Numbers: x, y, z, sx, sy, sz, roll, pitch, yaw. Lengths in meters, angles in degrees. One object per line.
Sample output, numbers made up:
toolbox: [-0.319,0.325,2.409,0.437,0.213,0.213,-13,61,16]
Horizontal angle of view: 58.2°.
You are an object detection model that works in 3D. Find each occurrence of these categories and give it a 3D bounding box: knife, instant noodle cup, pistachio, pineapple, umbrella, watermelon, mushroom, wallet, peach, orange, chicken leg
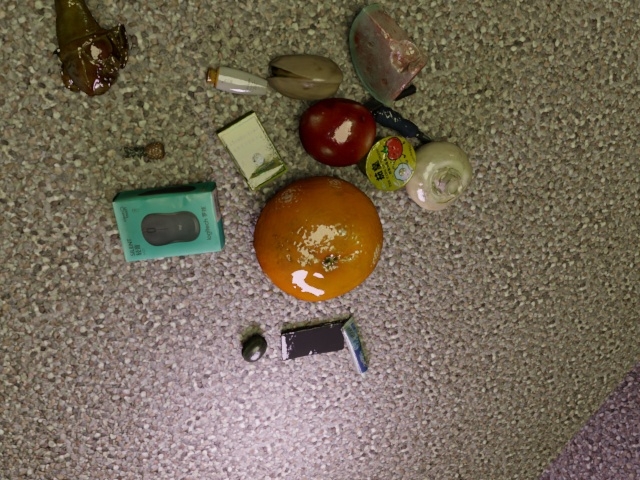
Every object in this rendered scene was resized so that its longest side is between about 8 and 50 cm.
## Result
knife: [0.213,-0.466,1.887,0.231,0.060,0.028,-28,147,-20]
instant noodle cup: [0.207,-0.267,1.913,0.182,0.144,0.182,-6,110,-17]
pistachio: [-0.048,-0.501,1.762,0.238,0.153,0.137,9,98,13]
pineapple: [-0.541,-0.270,1.755,0.125,0.058,0.058,-4,111,0]
umbrella: [0.284,-0.388,1.942,0.248,0.071,0.070,18,103,-25]
watermelon: [-0.235,0.388,2.061,0.078,0.078,0.110,37,95,-24]
mushroom: [0.409,-0.212,1.965,0.246,0.202,0.246,-10,124,-16]
wallet: [-0.028,0.374,2.143,0.245,0.025,0.124,-9,113,-16]
peach: [0.050,-0.340,1.797,0.244,0.199,0.243,-2,150,-1]
orange: [0.000,0.000,1.851,0.424,0.326,0.423,-4,110,-13]
chicken leg: [-0.632,-0.575,1.563,0.212,0.140,0.360,-4,114,-6]
watermelon: [0.222,-0.586,1.775,0.148,0.226,0.318,-43,130,-27]

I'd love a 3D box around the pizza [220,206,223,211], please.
pizza: [-0.397,-0.110,1.855,0.160,0.036,0.098,-10,112,-12]

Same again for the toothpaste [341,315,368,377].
toothpaste: [0.134,0.417,2.194,0.069,0.047,0.268,-25,114,-14]

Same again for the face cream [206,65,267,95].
face cream: [-0.255,-0.484,1.752,0.182,0.051,0.072,9,110,-18]

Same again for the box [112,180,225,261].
box: [-0.464,-0.059,1.781,0.312,0.118,0.205,-6,109,-2]

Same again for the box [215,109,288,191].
box: [-0.217,-0.284,1.831,0.141,0.064,0.219,-31,116,-4]
